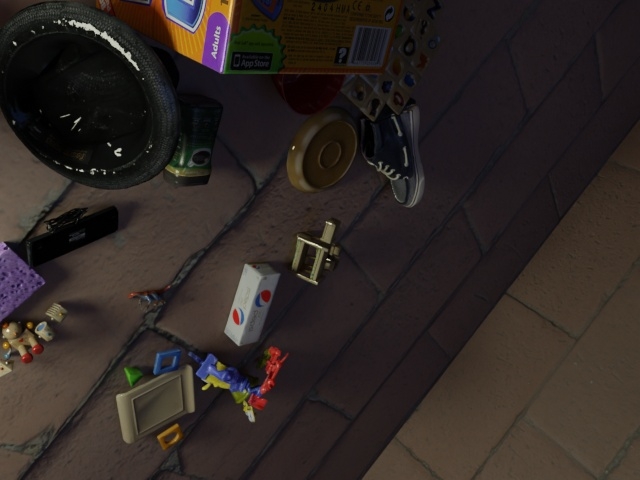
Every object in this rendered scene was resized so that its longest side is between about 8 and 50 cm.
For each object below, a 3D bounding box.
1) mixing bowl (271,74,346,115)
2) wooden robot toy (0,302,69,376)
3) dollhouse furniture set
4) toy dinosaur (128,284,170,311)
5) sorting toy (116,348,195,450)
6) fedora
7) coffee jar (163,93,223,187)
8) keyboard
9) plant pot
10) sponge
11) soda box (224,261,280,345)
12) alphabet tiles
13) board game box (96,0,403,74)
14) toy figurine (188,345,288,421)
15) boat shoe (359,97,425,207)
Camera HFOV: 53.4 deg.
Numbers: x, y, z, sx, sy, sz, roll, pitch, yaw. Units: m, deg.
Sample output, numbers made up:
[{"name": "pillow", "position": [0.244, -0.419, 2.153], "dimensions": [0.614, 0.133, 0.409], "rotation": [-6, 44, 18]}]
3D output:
[{"name": "mixing bowl", "position": [-0.040, -0.372, 1.375], "dimensions": [0.181, 0.098, 0.181], "rotation": [-28, 135, -32]}, {"name": "wooden robot toy", "position": [-0.582, 0.184, 1.247], "dimensions": [0.173, 0.076, 0.079], "rotation": [-44, 131, -15]}, {"name": "dollhouse furniture set", "position": [0.000, 0.000, 1.744], "dimensions": [0.161, 0.101, 0.182], "rotation": [-36, 146, -63]}, {"name": "toy dinosaur", "position": [-0.394, 0.125, 1.444], "dimensions": [0.082, 0.047, 0.090], "rotation": [46, 48, -44]}, {"name": "sorting toy", "position": [-0.418, 0.408, 1.618], "dimensions": [0.196, 0.047, 0.347], "rotation": [-20, 131, -31]}, {"name": "fedora", "position": [-0.348, -0.243, 1.024], "dimensions": [0.152, 0.334, 0.334], "rotation": [-61, 159, -51]}, {"name": "coffee jar", "position": [-0.260, -0.197, 1.288], "dimensions": [0.096, 0.079, 0.184], "rotation": [-11, 125, -46]}, {"name": "keyboard", "position": [-0.478, -0.025, 1.224], "dimensions": [0.192, 0.038, 0.100], "rotation": [-31, 152, -42]}, {"name": "plant pot", "position": [0.016, -0.221, 1.610], "dimensions": [0.236, 0.032, 0.236], "rotation": [-29, 137, -31]}, {"name": "sponge", "position": [-0.625, 0.111, 1.171], "dimensions": [0.210, 0.031, 0.117], "rotation": [-45, 143, -14]}, {"name": "soda box", "position": [-0.179, 0.165, 1.667], "dimensions": [0.074, 0.069, 0.216], "rotation": [-4, 122, -46]}, {"name": "alphabet tiles", "position": [0.166, -0.475, 1.529], "dimensions": [0.285, 0.011, 0.342], "rotation": [33, 88, -41]}, {"name": "board game box", "position": [-0.093, -0.487, 1.001], "dimensions": [0.356, 0.356, 0.356], "rotation": [-14, 128, -44]}, {"name": "toy figurine", "position": [-0.243, 0.328, 1.682], "dimensions": [0.191, 0.217, 0.362], "rotation": [-63, -172, -11]}, {"name": "boat shoe", "position": [0.185, -0.218, 1.735], "dimensions": [0.158, 0.127, 0.340], "rotation": [-28, 127, -24]}]
